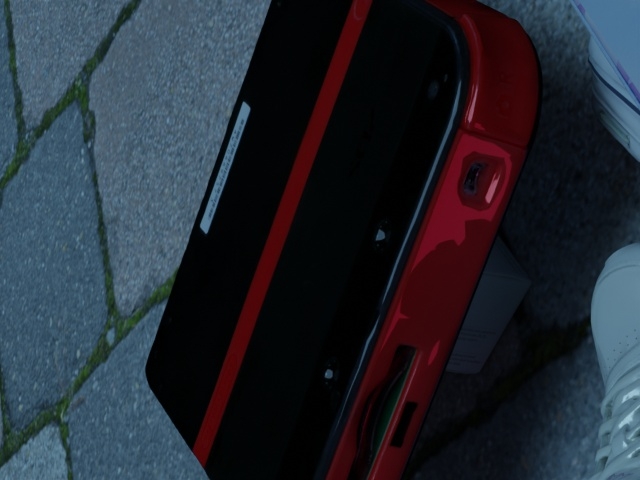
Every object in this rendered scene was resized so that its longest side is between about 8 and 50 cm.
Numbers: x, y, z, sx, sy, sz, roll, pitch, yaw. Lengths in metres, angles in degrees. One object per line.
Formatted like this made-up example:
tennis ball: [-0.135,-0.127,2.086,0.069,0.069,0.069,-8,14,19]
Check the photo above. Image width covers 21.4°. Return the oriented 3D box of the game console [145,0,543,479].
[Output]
game console: [0.000,0.000,1.156,0.342,0.060,0.386,45,118,61]

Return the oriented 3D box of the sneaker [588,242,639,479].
sneaker: [0.198,0.119,0.907,0.114,0.152,0.305,-52,40,38]

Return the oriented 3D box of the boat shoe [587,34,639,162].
boat shoe: [0.235,-0.053,0.987,0.226,0.083,0.076,-123,24,-45]

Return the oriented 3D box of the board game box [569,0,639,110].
board game box: [0.290,-0.165,0.860,0.319,0.066,0.318,-42,45,22]

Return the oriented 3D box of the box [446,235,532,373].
box: [0.070,0.025,1.175,0.087,0.102,0.101,-63,35,26]
